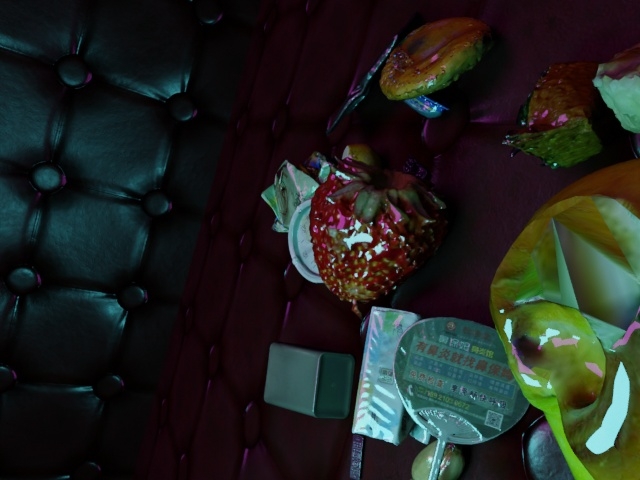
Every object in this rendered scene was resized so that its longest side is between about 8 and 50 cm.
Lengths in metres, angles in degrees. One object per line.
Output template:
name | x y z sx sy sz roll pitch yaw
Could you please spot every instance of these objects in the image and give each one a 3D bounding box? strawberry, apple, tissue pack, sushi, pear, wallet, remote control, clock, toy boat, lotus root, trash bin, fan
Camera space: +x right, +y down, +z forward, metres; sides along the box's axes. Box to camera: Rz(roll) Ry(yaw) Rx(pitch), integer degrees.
strawberry | 0.106 0.013 1.057 0.292 0.292 0.343 -119 32 -52
apple | 0.338 0.110 0.472 0.374 0.374 0.384 22 97 62
tissue pack | 0.160 0.250 0.950 0.145 0.159 0.229 8 81 21
sushi | 0.357 -0.173 0.757 0.140 0.149 0.287 3 41 38
pear | 0.102 -0.175 1.284 0.141 0.104 0.141 -166 90 -86
wallet | 0.132 -0.423 1.302 0.323 0.041 0.247 -52 6 41
remote control | 0.083 0.478 1.116 0.034 0.016 0.091 -5 73 44
clock | 0.000 0.000 1.404 0.236 0.053 0.236 10 103 48
toy boat | 0.240 -0.336 1.114 0.110 0.091 0.175 -65 34 30
lotus root | 0.203 0.397 0.884 0.073 0.062 0.150 49 125 30
trash bin | -0.030 0.351 1.275 0.240 0.122 0.164 -9 71 58
remote control | 0.218 -0.158 1.154 0.039 0.014 0.096 -63 29 23
fan | 0.239 0.264 0.821 0.223 0.012 0.294 -17 73 19

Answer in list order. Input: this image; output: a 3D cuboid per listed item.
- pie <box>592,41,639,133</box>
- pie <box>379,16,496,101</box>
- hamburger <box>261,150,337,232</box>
pie | 0.433 -0.174 0.381 0.395 0.418 0.180 18 138 61
pie | 0.236 -0.382 1.051 0.273 0.069 0.273 -24 33 17
hamburger | -0.072 -0.153 1.540 0.260 0.150 0.276 15 91 61
